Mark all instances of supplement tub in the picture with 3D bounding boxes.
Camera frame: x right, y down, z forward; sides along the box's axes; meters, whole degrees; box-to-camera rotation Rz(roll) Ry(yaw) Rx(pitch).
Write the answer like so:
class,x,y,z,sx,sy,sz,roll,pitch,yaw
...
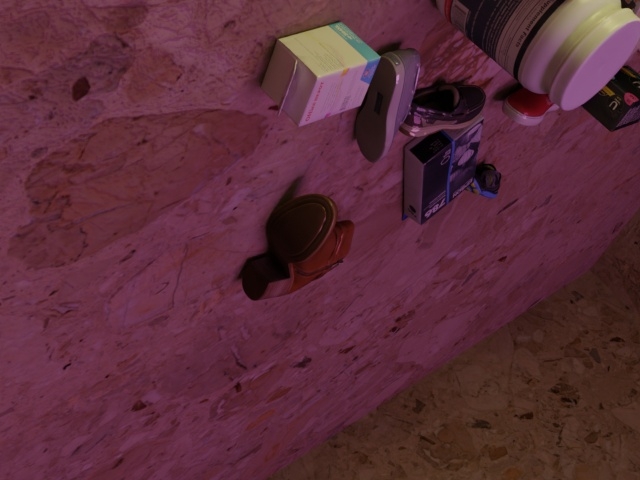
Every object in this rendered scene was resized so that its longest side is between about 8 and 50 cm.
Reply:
class,x,y,z,sx,sy,sz,roll,pitch,yaw
supplement tub,0.327,-0.347,1.436,0.191,0.272,0.191,-37,158,-17

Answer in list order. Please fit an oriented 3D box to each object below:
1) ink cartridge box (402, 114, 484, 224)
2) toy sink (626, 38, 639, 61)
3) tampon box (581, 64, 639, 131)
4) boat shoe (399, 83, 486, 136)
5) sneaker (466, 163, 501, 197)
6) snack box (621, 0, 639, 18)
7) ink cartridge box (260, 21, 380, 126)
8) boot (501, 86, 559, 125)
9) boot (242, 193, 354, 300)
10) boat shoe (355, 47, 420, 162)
class,x,y,z,sx,sy,sz,roll,pitch,yaw
ink cartridge box,0.252,-0.141,1.978,0.165,0.065,0.333,-39,159,-12
toy sink,0.528,-0.396,1.867,0.131,0.153,0.234,-50,159,16
tampon box,0.746,-0.357,2.362,0.161,0.120,0.101,-20,149,-46
boat shoe,0.229,-0.247,1.716,0.223,0.080,0.073,-21,155,-35
sneaker,0.371,-0.145,2.198,0.188,0.067,0.078,4,108,-60
snack box,0.723,-0.541,2.060,0.187,0.060,0.322,-33,156,-26
ink cartridge box,-0.007,-0.231,1.315,0.143,0.090,0.092,-24,151,-38
boot,0.481,-0.342,1.980,0.244,0.088,0.176,-32,157,-48
boot,0.000,0.000,1.728,0.220,0.109,0.283,-18,149,-45
boat shoe,0.120,-0.222,1.569,0.081,0.079,0.227,-26,150,-28
